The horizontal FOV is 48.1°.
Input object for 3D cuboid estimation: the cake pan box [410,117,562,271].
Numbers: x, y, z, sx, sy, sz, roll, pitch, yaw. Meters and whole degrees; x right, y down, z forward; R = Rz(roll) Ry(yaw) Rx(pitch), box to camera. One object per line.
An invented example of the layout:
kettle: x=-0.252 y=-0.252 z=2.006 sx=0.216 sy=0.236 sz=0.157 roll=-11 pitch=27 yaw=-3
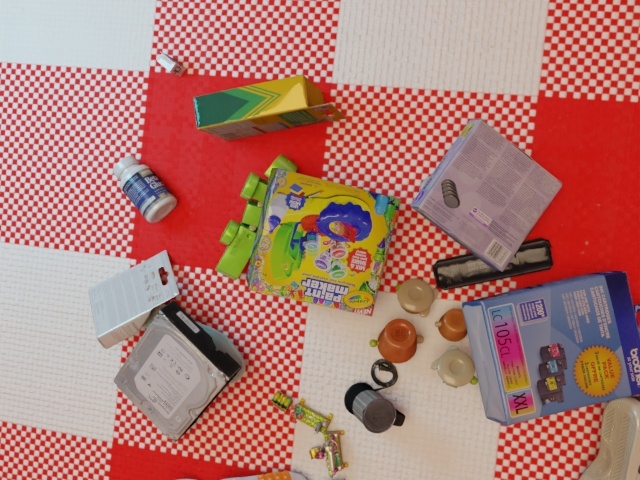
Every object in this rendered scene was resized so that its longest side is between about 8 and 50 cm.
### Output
cake pan box: x=0.375 y=-0.098 z=1.601 sx=0.266 sy=0.070 sz=0.246 roll=34 pitch=90 yaw=-12

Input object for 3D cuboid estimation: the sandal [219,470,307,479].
sandal: x=-0.147 y=0.633 z=1.799 sx=0.265 sy=0.076 sz=0.102 roll=1 pitch=69 yaw=2

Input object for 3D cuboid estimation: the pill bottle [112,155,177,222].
pill bottle: x=-0.460 y=-0.136 z=1.860 sx=0.094 sy=0.094 sz=0.169 roll=-43 pitch=81 yaw=10

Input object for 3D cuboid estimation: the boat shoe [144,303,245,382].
boat shoe: x=-0.317 y=0.265 z=1.834 sx=0.302 sy=0.091 sz=0.114 roll=36 pitch=72 yaw=12

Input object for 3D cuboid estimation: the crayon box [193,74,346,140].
crayon box: x=-0.115 y=-0.319 z=1.724 sx=0.322 sy=0.203 sz=0.083 roll=-8 pitch=88 yaw=13

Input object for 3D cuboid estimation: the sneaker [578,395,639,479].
sneaker: x=0.684 y=0.504 z=1.589 sx=0.148 sy=0.131 sz=0.350 roll=0 pitch=113 yaw=-28

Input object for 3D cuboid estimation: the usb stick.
usb stick: x=0.405 y=0.057 z=1.685 sx=0.277 sy=0.045 sz=0.077 roll=-13 pitch=94 yaw=13

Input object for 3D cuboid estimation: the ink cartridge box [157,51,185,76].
ink cartridge box: x=-0.388 y=-0.455 z=1.847 sx=0.048 sy=0.083 sz=0.028 roll=39 pitch=98 yaw=10

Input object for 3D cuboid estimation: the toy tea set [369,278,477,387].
toy tea set: x=0.290 y=0.249 z=1.698 sx=0.336 sy=0.124 sz=0.200 roll=32 pitch=68 yaw=14

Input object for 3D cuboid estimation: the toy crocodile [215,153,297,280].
toy crocodile: x=-0.163 y=-0.058 z=1.791 sx=0.115 sy=0.105 sz=0.341 roll=23 pitch=101 yaw=-10

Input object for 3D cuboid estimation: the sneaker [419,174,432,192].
sneaker: x=0.341 y=-0.153 z=1.679 sx=0.258 sy=0.091 sz=0.094 roll=-22 pitch=80 yaw=-9

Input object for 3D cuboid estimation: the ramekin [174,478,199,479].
ramekin: x=-0.323 y=0.704 z=1.781 sx=0.207 sy=0.207 sz=0.109 roll=24 pitch=105 yaw=12

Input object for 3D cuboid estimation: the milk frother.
milk frother: x=0.138 y=0.366 z=1.701 sx=0.129 sy=0.134 sz=0.143 roll=3 pitch=94 yaw=-18

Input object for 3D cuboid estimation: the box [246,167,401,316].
box: x=0.000 y=0.000 z=1.668 sx=0.289 sy=0.177 sz=0.279 roll=12 pitch=94 yaw=-10

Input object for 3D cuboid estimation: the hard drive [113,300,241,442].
hard drive: x=-0.364 y=0.333 z=1.773 sx=0.237 sy=0.064 sz=0.339 roll=44 pitch=128 yaw=5

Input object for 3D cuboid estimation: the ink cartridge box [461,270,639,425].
ink cartridge box: x=0.537 y=0.221 z=1.563 sx=0.395 sy=0.151 sz=0.270 roll=-11 pitch=87 yaw=-9

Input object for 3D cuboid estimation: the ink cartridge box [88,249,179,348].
ink cartridge box: x=-0.474 y=0.149 z=1.844 sx=0.232 sy=0.066 sz=0.189 roll=-25 pitch=44 yaw=-5

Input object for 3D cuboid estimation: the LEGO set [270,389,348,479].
LEGO set: x=-0.020 y=0.486 z=1.753 sx=0.132 sy=0.107 sz=0.287 roll=-30 pitch=84 yaw=12
